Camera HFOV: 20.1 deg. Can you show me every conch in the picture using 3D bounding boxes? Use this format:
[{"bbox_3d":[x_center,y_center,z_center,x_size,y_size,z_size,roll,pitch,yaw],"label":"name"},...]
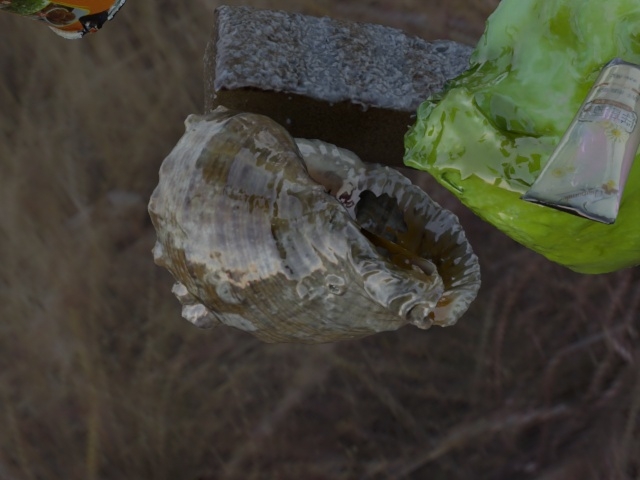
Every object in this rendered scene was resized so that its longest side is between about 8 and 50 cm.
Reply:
[{"bbox_3d":[-0.008,0.013,1.805,0.297,0.210,0.352,-16,53,-47],"label":"conch"}]

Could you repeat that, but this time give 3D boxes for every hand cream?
[{"bbox_3d":[0.178,-0.065,1.155,0.061,0.039,0.143,17,47,14],"label":"hand cream"}]

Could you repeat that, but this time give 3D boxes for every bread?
[{"bbox_3d":[0.075,-0.162,1.993,0.417,0.113,0.165,8,37,-15],"label":"bread"}]

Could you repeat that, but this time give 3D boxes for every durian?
[{"bbox_3d":[0.227,-0.094,1.409,0.204,0.340,0.255,20,83,36],"label":"durian"}]

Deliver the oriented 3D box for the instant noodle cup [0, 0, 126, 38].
[{"bbox_3d":[-0.273,-0.298,1.548,0.230,0.182,0.230,-8,80,51],"label":"instant noodle cup"}]
